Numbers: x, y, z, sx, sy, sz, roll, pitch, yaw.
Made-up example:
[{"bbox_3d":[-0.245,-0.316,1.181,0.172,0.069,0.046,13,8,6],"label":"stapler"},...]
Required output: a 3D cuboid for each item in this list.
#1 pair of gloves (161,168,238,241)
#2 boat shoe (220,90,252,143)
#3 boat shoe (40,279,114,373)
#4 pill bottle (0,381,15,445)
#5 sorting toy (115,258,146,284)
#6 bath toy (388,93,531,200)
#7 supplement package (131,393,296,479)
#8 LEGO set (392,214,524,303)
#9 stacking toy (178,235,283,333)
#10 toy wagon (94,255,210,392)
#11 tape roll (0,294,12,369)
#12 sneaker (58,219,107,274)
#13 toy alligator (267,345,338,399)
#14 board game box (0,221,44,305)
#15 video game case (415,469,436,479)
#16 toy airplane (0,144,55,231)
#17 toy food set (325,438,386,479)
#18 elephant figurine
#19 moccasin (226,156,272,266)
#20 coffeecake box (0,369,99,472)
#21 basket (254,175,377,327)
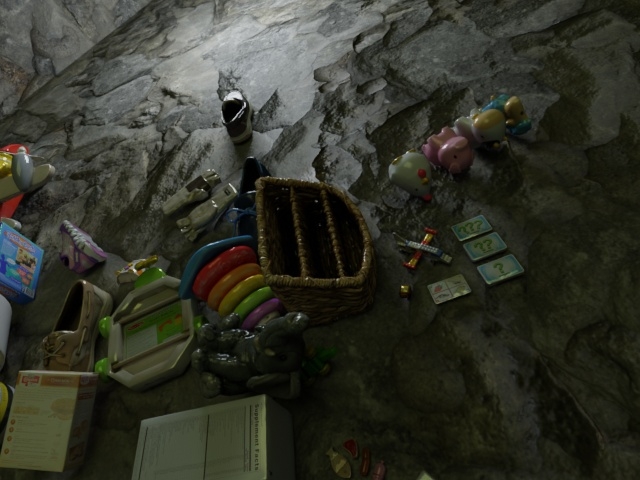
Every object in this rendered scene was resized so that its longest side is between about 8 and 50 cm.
[{"bbox_3d":[-0.359,-0.114,1.244,0.204,0.042,0.240,-43,46,-9],"label":"pair of gloves"},{"bbox_3d":[-0.299,-0.455,1.453,0.103,0.092,0.285,-18,50,7],"label":"boat shoe"},{"bbox_3d":[-0.622,0.259,1.010,0.122,0.110,0.340,-11,52,14],"label":"boat shoe"},{"bbox_3d":[-0.851,0.350,0.882,0.188,0.333,0.187,-11,51,13],"label":"pill bottle"},{"bbox_3d":[-0.528,0.080,1.168,0.084,0.044,0.075,-11,32,13],"label":"sorting toy"},{"bbox_3d":[0.333,-0.220,1.011,0.349,0.151,0.128,-33,85,-5],"label":"bath toy"},{"bbox_3d":[-0.180,0.379,0.731,0.245,0.133,0.138,-15,50,10],"label":"supplement package"},{"bbox_3d":[0.267,0.034,0.879,0.245,0.060,0.182,-21,45,5],"label":"LEGO set"},{"bbox_3d":[-0.147,0.143,0.904,0.302,0.166,0.175,45,121,20],"label":"stacking toy"},{"bbox_3d":[-0.405,0.183,1.016,0.268,0.068,0.344,-24,48,2],"label":"toy wagon"},{"bbox_3d":[-0.944,0.248,1.058,0.246,0.246,0.169,-28,50,-1],"label":"tape roll"},{"bbox_3d":[-0.748,0.024,1.262,0.237,0.095,0.104,33,78,36],"label":"sneaker"},{"bbox_3d":[-0.043,0.259,0.830,0.190,0.056,0.051,-38,12,10],"label":"toy alligator"},{"bbox_3d":[-0.924,0.069,1.245,0.047,0.160,0.210,-24,48,3],"label":"board game box"},{"bbox_3d":[0.178,0.481,0.584,0.213,0.023,0.193,30,69,36],"label":"video game case"},{"bbox_3d":[-1.161,-0.184,1.460,0.385,0.272,0.386,27,67,34],"label":"toy airplane"},{"bbox_3d":[0.070,0.389,0.704,0.078,0.019,0.122,-36,42,-9],"label":"toy food set"},{"bbox_3d":[-0.093,0.209,0.746,0.240,0.186,0.169,-10,88,19],"label":"elephant figurine"},{"bbox_3d":[-0.187,-0.084,1.105,0.138,0.116,0.341,-20,49,6],"label":"moccasin"},{"bbox_3d":[-0.566,0.372,0.873,0.143,0.068,0.185,1,75,7],"label":"coffeecake box"},{"bbox_3d":[0.000,0.000,0.899,0.214,0.223,0.298,-17,49,9],"label":"basket"}]
